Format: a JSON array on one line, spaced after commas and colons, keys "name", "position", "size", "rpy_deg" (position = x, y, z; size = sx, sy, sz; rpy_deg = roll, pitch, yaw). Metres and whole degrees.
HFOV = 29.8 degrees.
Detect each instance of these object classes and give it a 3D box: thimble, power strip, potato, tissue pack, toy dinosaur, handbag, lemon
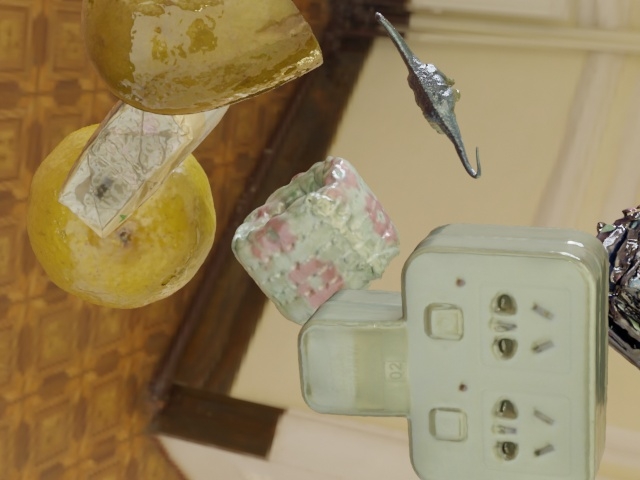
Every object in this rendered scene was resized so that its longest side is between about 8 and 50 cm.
[{"name": "thimble", "position": [0.000, 0.000, 1.519], "size": [0.185, 0.211, 0.149], "rpy_deg": [-43, 103, -20]}, {"name": "power strip", "position": [0.125, 0.098, 1.081], "size": [0.141, 0.261, 0.230], "rpy_deg": [-38, 128, -63]}, {"name": "potato", "position": [-0.117, -0.178, 0.984], "size": [0.158, 0.203, 0.178], "rpy_deg": [-43, -166, -3]}, {"name": "tissue pack", "position": [-0.180, -0.120, 1.326], "size": [0.186, 0.090, 0.222], "rpy_deg": [-46, -174, 26]}, {"name": "toy dinosaur", "position": [0.208, -0.262, 2.212], "size": [0.363, 0.076, 0.147], "rpy_deg": [62, 19, 12]}, {"name": "handbag", "position": [0.392, 0.083, 1.316], "size": [0.162, 0.260, 0.113], "rpy_deg": [-56, -168, -31]}, {"name": "lemon", "position": [-0.282, -0.037, 1.708], "size": [0.293, 0.293, 0.293], "rpy_deg": [9, 90, -68]}]
